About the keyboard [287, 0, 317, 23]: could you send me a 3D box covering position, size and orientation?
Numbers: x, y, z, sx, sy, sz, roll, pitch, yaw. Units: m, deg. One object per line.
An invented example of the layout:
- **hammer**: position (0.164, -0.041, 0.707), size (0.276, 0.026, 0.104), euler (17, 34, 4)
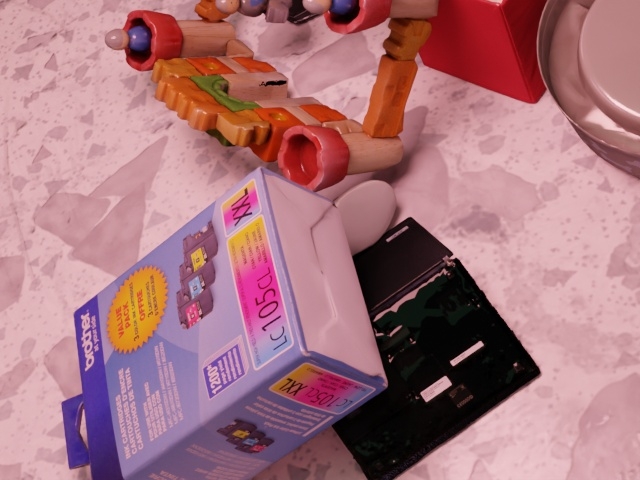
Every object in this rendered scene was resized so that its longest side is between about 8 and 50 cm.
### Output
- **keyboard**: position (0.006, -0.469, 2.083), size (0.202, 0.033, 0.317), euler (-26, 52, 12)

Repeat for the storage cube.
- **storage cube**: position (0.229, -0.326, 1.787), size (0.215, 0.193, 0.183), euler (25, 70, 35)

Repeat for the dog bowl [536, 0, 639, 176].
- **dog bowl**: position (0.440, -0.223, 1.659), size (0.349, 0.102, 0.348), euler (-6, 62, 12)

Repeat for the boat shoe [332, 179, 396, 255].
- **boat shoe**: position (0.000, 0.000, 1.730), size (0.219, 0.077, 0.070), euler (-42, 26, -14)

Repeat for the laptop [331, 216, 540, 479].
- **laptop**: position (0.088, 0.124, 1.650), size (0.234, 0.136, 0.264), euler (-35, 77, -3)

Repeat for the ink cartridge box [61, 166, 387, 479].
- **ink cartridge box**: position (-0.137, 0.141, 1.592), size (0.395, 0.151, 0.270), euler (-38, 47, 27)

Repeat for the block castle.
- **block castle**: position (-0.081, -0.279, 1.774), size (0.213, 0.303, 0.453), euler (-10, 36, -40)
